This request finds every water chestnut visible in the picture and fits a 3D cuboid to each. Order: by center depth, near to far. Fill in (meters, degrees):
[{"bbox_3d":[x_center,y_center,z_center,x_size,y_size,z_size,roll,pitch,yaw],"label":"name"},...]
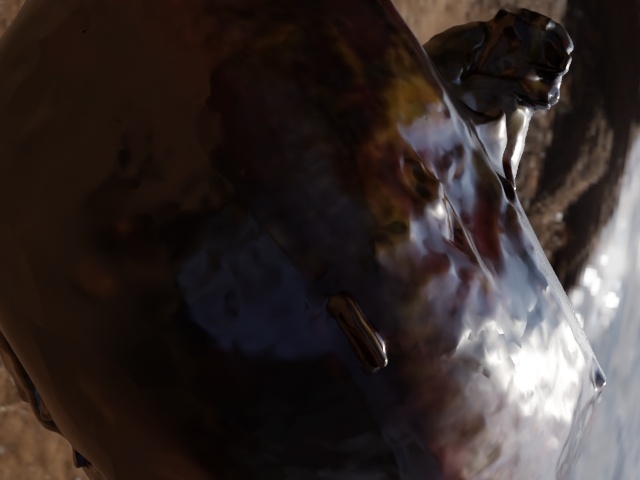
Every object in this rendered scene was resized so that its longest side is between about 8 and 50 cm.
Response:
[{"bbox_3d":[0.000,0.000,0.628,0.302,0.350,0.350,-36,132,-12],"label":"water chestnut"}]
